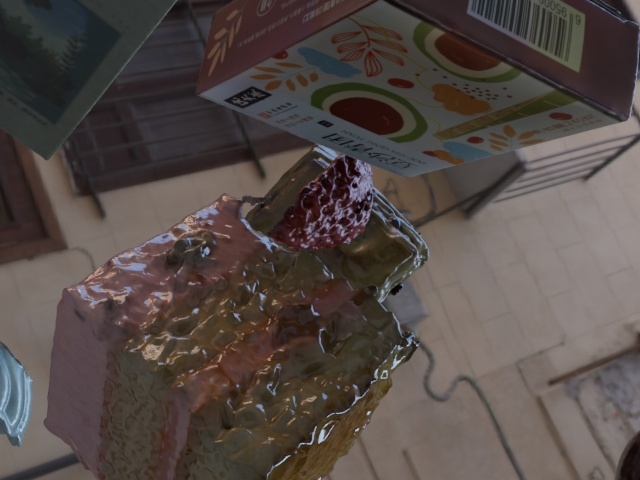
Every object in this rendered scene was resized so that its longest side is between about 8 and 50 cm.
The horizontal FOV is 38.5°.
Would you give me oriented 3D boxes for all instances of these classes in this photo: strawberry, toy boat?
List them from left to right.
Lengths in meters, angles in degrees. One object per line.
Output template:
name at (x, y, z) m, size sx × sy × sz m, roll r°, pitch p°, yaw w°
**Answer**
toy boat at (-0.563, 0.209, 1.511) m, size 0.199 × 0.100 × 0.290 m, roll 6°, pitch -46°, yaw 53°
strawberry at (0.013, -0.037, 1.373) m, size 0.111 × 0.236 × 0.190 m, roll 43°, pitch -61°, yaw -1°

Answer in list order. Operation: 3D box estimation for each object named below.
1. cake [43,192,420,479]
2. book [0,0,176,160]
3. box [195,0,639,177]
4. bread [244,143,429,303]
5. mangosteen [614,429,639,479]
cake at (-0.118, 0.168, 1.054) m, size 0.307 × 0.314 × 0.293 m, roll 37°, pitch -51°, yaw 19°
book at (-0.202, -0.194, 0.604) m, size 0.215 × 0.025 × 0.283 m, roll 37°, pitch -50°, yaw -15°
box at (0.100, -0.207, 1.065) m, size 0.385 × 0.345 × 0.122 m, roll -11°, pitch -115°, yaw 55°
bread at (0.000, 0.000, 1.890) m, size 0.314 × 0.191 × 0.370 m, roll -45°, pitch -112°, yaw 19°
mangosteen at (0.435, 0.305, 0.985) m, size 0.215 × 0.215 × 0.257 m, roll -16°, pitch -90°, yaw 59°
